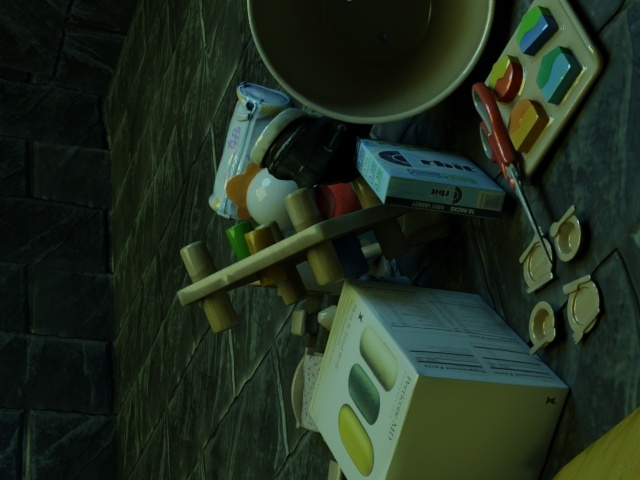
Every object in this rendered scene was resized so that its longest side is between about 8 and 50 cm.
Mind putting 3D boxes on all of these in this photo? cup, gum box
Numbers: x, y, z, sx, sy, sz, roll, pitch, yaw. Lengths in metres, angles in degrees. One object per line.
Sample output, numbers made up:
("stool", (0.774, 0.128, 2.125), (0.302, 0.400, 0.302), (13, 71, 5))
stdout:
("cup", (0.076, -0.337, 1.761), (0.237, 0.331, 0.331), (-62, -17, -80))
("gum box", (0.138, -0.084, 1.635), (0.184, 0.157, 0.041), (-120, 39, -68))

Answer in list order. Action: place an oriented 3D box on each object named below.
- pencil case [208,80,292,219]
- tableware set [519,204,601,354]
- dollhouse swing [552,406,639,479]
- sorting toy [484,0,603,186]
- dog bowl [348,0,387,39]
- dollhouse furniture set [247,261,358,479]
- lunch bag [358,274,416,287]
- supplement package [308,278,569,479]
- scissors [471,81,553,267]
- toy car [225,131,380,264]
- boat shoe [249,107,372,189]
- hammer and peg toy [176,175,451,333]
("pencil case", (-0.142, -0.176, 2.486), (0.124, 0.113, 0.273), (-74, 1, -64))
("tableware set", (0.275, 0.049, 1.449), (0.141, 0.020, 0.169), (129, 143, -54))
("dollhouse swing", (0.330, 0.366, 1.143), (0.315, 0.305, 0.347), (-45, -8, -40))
("sorting toy", (0.263, -0.201, 1.540), (0.193, 0.038, 0.208), (-105, 30, -45))
("dog bowl", (0.065, -0.411, 2.083), (0.297, 0.074, 0.166), (-129, 50, -63))
("dollhouse furniture set", (-0.058, 0.212, 2.053), (0.303, 0.173, 0.356), (175, 101, -69))
("lunch bag", (0.088, 0.171, 1.806), (0.176, 0.090, 0.219), (-114, 36, -49))
("supplement package", (0.133, 0.196, 1.519), (0.263, 0.198, 0.199), (-128, 49, -62))
("scissors", (0.231, -0.090, 1.522), (0.297, 0.021, 0.109), (-104, 1, -54))
("toy car", (-0.030, -0.088, 1.988), (0.219, 0.238, 0.210), (-126, 47, -61))
("boat shoe", (0.019, -0.128, 1.778), (0.127, 0.113, 0.340), (-55, -12, 14))
("hammer and peg toy", (0.000, 0.000, 1.713), (0.266, 0.361, 0.127), (-26, 86, 32))
